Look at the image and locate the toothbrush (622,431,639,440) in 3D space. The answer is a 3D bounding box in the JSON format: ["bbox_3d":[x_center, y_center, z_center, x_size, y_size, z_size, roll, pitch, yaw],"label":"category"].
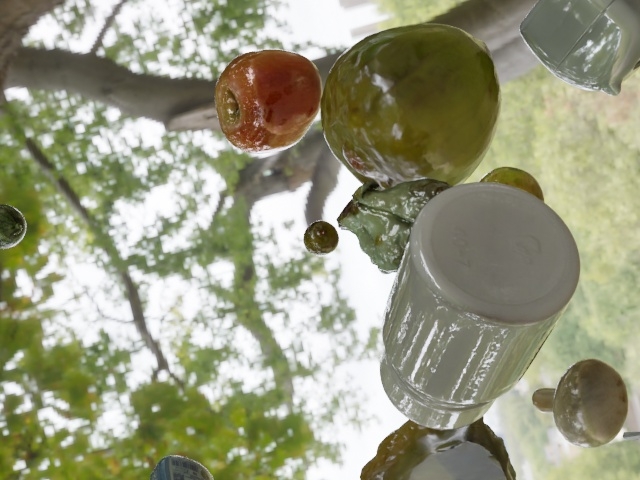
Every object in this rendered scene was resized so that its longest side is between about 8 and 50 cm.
[{"bbox_3d":[0.571,0.305,1.611,0.014,0.194,0.017,42,-129,-24],"label":"toothbrush"}]

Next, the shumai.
[{"bbox_3d":[0.117,-0.052,1.602,0.142,0.184,0.184,42,-166,-10],"label":"shumai"}]

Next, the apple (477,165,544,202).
[{"bbox_3d":[0.473,-0.094,2.572,0.196,0.196,0.196,-14,-90,-84],"label":"apple"}]

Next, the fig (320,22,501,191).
[{"bbox_3d":[0.180,-0.242,1.832,0.343,0.343,0.343,-14,-90,-84],"label":"fig"}]

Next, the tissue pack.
[{"bbox_3d":[0.574,-0.436,2.013,0.236,0.229,0.333,43,-140,10],"label":"tissue pack"}]

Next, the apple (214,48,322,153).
[{"bbox_3d":[-0.112,-0.323,2.334,0.242,0.241,0.242,21,116,51],"label":"apple"}]

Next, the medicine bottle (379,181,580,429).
[{"bbox_3d":[0.190,0.100,1.323,0.340,0.208,0.208,102,161,-56],"label":"medicine bottle"}]

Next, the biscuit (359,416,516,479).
[{"bbox_3d":[0.238,0.446,1.729,0.335,0.329,0.078,37,-165,-4],"label":"biscuit"}]

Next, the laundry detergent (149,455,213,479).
[{"bbox_3d":[-0.274,0.567,2.069,0.143,0.094,0.290,33,-166,-24],"label":"laundry detergent"}]

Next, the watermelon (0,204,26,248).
[{"bbox_3d":[-0.678,-0.031,2.160,0.109,0.109,0.109,-14,-90,-84],"label":"watermelon"}]

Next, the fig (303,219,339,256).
[{"bbox_3d":[0.000,0.000,2.047,0.088,0.074,0.074,100,159,-69],"label":"fig"}]

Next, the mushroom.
[{"bbox_3d":[0.595,0.374,2.334,0.207,0.215,0.207,2,-94,-42],"label":"mushroom"}]
